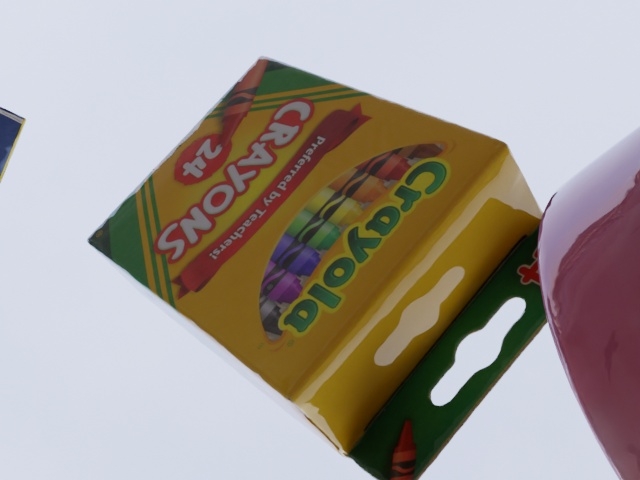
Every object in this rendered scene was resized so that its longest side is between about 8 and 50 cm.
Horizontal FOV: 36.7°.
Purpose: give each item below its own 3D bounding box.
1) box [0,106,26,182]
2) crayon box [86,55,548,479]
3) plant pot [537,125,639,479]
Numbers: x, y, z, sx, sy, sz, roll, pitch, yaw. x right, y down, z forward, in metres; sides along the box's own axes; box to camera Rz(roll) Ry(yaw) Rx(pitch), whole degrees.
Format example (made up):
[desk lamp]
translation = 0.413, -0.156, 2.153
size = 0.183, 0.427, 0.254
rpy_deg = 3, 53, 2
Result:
[box]
translation = -0.196, 0.000, 0.461
size = 0.059, 0.054, 0.169
rpy_deg = -45, -151, 40
[crayon box]
translation = 0.000, 0.000, 0.644
size = 0.202, 0.081, 0.318
rpy_deg = -49, -137, -12
[plant pot]
translation = 0.205, 0.012, 0.318
size = 0.180, 0.201, 0.201
rpy_deg = -40, -128, 35
